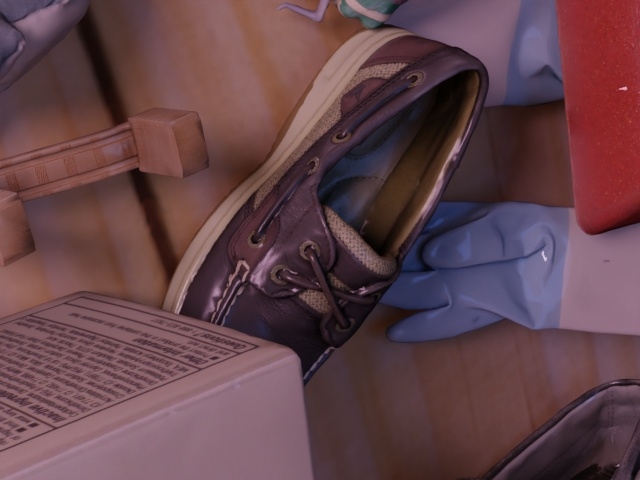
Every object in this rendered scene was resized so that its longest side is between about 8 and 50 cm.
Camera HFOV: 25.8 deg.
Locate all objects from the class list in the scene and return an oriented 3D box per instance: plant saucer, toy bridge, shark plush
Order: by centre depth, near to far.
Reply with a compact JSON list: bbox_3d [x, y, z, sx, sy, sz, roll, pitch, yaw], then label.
[{"bbox_3d":[-0.132,-0.007,0.521,0.188,0.063,0.026,-31,118,-36],"label":"toy bridge"},{"bbox_3d":[-0.119,-0.104,0.523,0.067,0.073,0.161,43,72,-7],"label":"shark plush"},{"bbox_3d":[0.234,-0.150,0.775,0.259,0.048,0.258,-13,101,-37],"label":"plant saucer"}]

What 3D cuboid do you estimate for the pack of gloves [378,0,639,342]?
[{"bbox_3d":[0.107,-0.044,0.758,0.232,0.046,0.195,1,98,-32],"label":"pack of gloves"}]

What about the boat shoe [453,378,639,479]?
[{"bbox_3d":[0.088,0.178,0.743,0.335,0.121,0.119,-32,112,-46],"label":"boat shoe"}]

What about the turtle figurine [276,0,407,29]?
[{"bbox_3d":[0.032,-0.180,0.607,0.234,0.118,0.175,-28,117,-42],"label":"turtle figurine"}]

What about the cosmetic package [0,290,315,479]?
[{"bbox_3d":[-0.155,0.126,0.470,0.296,0.153,0.129,-19,110,-37],"label":"cosmetic package"}]

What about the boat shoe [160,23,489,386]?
[{"bbox_3d":[0.001,0.000,0.628,0.080,0.073,0.223,38,77,-32],"label":"boat shoe"}]
